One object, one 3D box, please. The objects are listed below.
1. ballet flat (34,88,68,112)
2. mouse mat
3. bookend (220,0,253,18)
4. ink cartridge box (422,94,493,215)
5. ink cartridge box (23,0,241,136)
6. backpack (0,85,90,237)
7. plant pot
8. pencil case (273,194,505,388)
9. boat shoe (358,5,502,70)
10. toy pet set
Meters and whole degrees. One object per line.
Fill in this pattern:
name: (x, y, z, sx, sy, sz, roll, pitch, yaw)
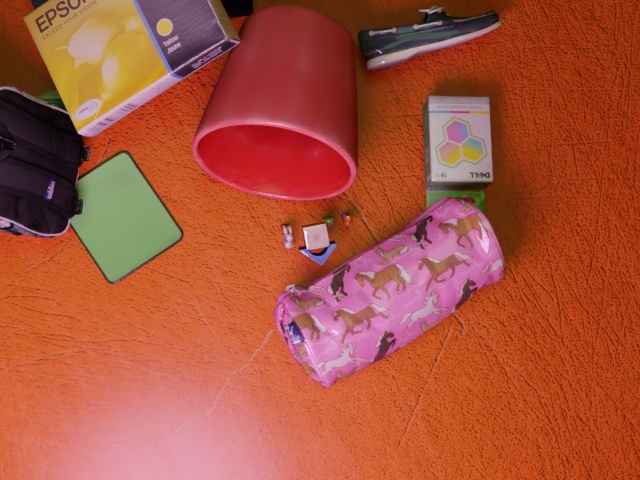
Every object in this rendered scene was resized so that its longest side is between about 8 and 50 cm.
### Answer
ballet flat: (-0.421, -0.236, 1.659, 0.168, 0.057, 0.052, -1, 52, -8)
mouse mat: (-0.342, -0.040, 1.646, 0.152, 0.007, 0.190, -34, 83, -9)
bookend: (-0.197, -0.434, 1.652, 0.157, 0.156, 0.072, -12, 81, -6)
ink cartridge box: (0.237, -0.143, 1.681, 0.108, 0.062, 0.209, 1, 80, -5)
ink cartridge box: (-0.326, -0.376, 1.568, 0.303, 0.072, 0.307, -29, 86, 17)
backpack: (-0.508, -0.128, 1.525, 0.191, 0.253, 0.225, 5, 82, 17)
plant pot: (-0.057, -0.229, 1.586, 0.274, 0.275, 0.243, 10, 69, -3)
pencil case: (0.115, 0.078, 1.587, 0.386, 0.167, 0.160, -30, 44, -9)
boat shoe: (0.192, -0.368, 1.705, 0.254, 0.095, 0.079, -17, 93, 2)
toy pet set: (0.000, 0.000, 1.622, 0.122, 0.114, 0.065, -11, 98, -4)
